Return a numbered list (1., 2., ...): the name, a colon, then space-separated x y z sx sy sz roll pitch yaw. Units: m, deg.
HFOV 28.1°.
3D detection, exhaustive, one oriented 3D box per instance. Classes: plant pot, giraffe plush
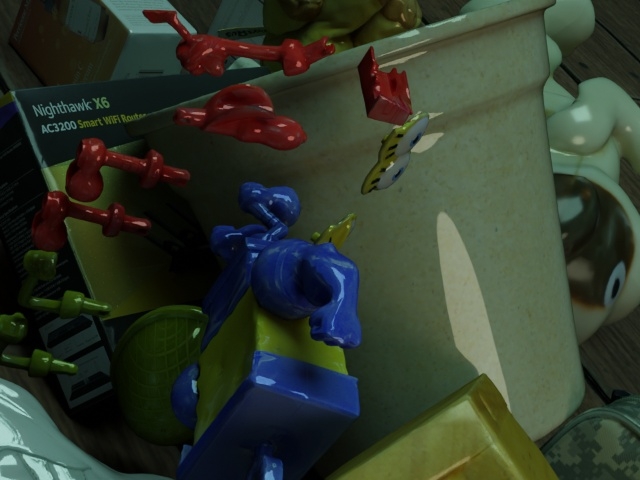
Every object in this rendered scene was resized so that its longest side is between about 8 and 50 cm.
1. plant pot: 0.057 0.006 0.978 0.334 0.333 0.306 -28 103 -56
2. giraffe plush: -0.001 -0.156 1.252 0.181 0.210 0.171 43 37 -54

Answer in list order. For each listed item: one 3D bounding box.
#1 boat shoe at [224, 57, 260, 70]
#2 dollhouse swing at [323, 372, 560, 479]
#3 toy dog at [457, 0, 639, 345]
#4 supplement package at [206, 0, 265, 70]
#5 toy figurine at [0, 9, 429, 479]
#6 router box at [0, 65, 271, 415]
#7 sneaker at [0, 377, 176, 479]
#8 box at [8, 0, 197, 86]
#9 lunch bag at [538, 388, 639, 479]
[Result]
1. boat shoe: -0.127 -0.090 1.273 0.109 0.091 0.305 52 30 -10
2. dollhouse swing: 0.059 0.308 0.723 0.347 0.305 0.315 56 6 8
3. toy dog: 0.194 -0.062 1.325 0.395 0.285 0.408 8 37 -26
4. supplement package: -0.015 -0.289 1.516 0.139 0.244 0.133 45 34 24
5. toy figurine: -0.072 0.075 0.735 0.191 0.362 0.217 15 44 -25
6. router box: -0.119 -0.014 1.075 0.308 0.081 0.243 -16 81 -51
7. sneaker: -0.186 0.180 0.787 0.305 0.114 0.152 25 29 -7
8. box: -0.230 -0.212 1.330 0.091 0.130 0.170 -9 47 -46
9. lunch bag: 0.284 0.266 0.987 0.305 0.213 0.256 45 17 23
